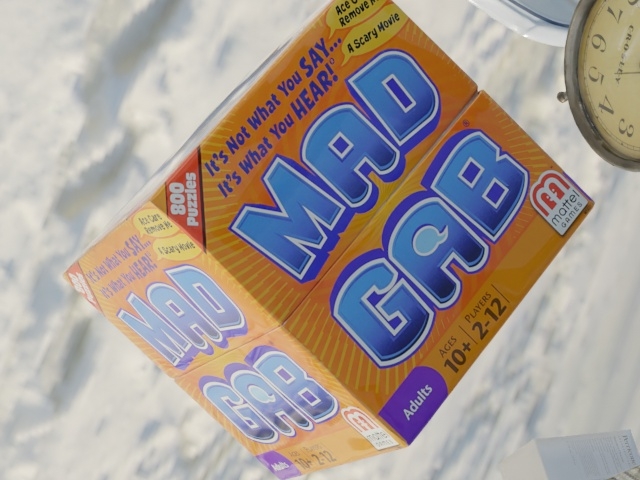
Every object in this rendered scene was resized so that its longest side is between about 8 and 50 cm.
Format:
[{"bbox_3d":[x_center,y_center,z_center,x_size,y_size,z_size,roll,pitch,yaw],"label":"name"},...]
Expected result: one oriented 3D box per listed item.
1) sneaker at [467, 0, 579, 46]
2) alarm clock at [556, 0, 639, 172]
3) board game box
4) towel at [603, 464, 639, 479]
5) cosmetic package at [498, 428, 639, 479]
[{"bbox_3d":[0.183,-0.266,1.630,0.258,0.094,0.091,20,120,-36],"label":"sneaker"},{"bbox_3d":[0.221,-0.099,1.020,0.064,0.192,0.129,-3,118,-30],"label":"alarm clock"},{"bbox_3d":[0.000,0.000,1.854,0.356,0.356,0.356,-49,-172,-25],"label":"board game box"},{"bbox_3d":[0.076,0.213,0.904,0.312,0.324,0.056,-113,-175,-79],"label":"towel"},{"bbox_3d":[0.220,0.266,1.273,0.099,0.239,0.060,-2,153,-29],"label":"cosmetic package"}]
